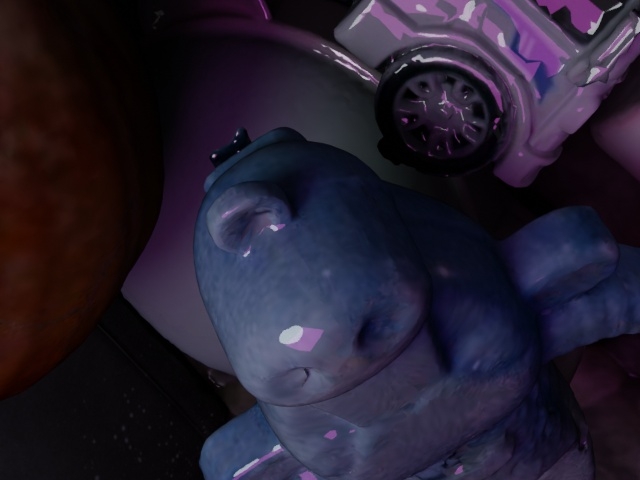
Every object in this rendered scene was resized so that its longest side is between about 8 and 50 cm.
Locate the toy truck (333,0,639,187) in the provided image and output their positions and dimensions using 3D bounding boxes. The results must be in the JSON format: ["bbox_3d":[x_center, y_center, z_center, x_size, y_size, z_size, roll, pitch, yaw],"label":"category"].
[{"bbox_3d":[0.016,-0.156,0.495,0.268,0.124,0.155,40,126,-9],"label":"toy truck"}]

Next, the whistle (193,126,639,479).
[{"bbox_3d":[0.034,0.046,0.533,0.180,0.093,0.269,-35,140,11],"label":"whistle"}]

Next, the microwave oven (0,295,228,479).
[{"bbox_3d":[-0.297,0.083,0.657,0.236,0.374,0.432,-23,120,34],"label":"microwave oven"}]

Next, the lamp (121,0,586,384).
[{"bbox_3d":[0.000,0.002,0.638,0.246,0.108,0.179,38,135,-9],"label":"lamp"}]

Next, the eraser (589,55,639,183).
[{"bbox_3d":[0.248,-0.006,0.535,0.270,0.095,0.174,39,136,-11],"label":"eraser"}]

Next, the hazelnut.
[{"bbox_3d":[-0.139,-0.052,0.541,0.181,0.181,0.212,-42,73,14],"label":"hazelnut"}]
